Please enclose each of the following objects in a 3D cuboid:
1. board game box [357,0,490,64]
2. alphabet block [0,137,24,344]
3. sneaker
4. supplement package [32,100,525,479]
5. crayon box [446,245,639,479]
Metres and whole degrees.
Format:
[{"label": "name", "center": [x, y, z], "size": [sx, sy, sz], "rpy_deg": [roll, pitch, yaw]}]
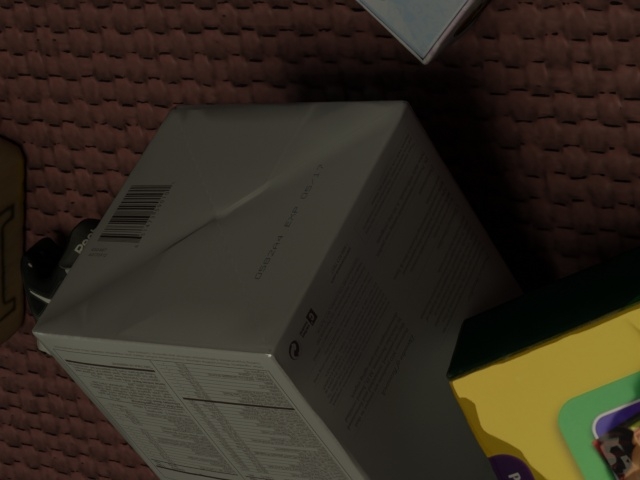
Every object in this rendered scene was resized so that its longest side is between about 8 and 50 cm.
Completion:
[{"label": "board game box", "center": [0.038, -0.319, 1.148], "size": [0.318, 0.066, 0.318], "rpy_deg": [44, 133, 5]}, {"label": "alphabet block", "center": [-0.368, 0.011, 1.556], "size": [0.192, 0.197, 0.193], "rpy_deg": [25, 129, 22]}, {"label": "sneaker", "center": [-0.147, 0.032, 1.493], "size": [0.234, 0.078, 0.106], "rpy_deg": [-5, 117, 39]}, {"label": "supplement package", "center": [-0.004, 0.071, 1.264], "size": [0.198, 0.199, 0.262], "rpy_deg": [2, 141, 38]}, {"label": "crayon box", "center": [0.297, 0.158, 1.167], "size": [0.313, 0.106, 0.363], "rpy_deg": [-24, 103, 17]}]
